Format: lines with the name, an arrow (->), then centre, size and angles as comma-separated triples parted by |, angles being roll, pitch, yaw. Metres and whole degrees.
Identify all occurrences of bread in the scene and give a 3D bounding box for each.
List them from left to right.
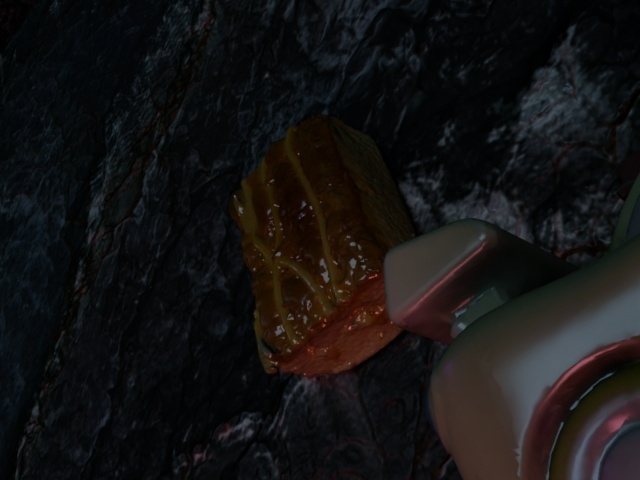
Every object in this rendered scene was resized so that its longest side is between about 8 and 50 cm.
bread -> 0.000, 0.000, 1.110 | 0.185, 0.114, 0.275 | -43, 40, 24

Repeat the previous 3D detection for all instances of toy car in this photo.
toy car -> 0.216, 0.008, 0.414 | 0.336, 0.242, 0.226 | -46, 44, 24

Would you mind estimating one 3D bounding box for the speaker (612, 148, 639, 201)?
speaker -> 0.344, -0.076, 0.587 | 0.259, 0.329, 0.198 | 9, 76, 59
